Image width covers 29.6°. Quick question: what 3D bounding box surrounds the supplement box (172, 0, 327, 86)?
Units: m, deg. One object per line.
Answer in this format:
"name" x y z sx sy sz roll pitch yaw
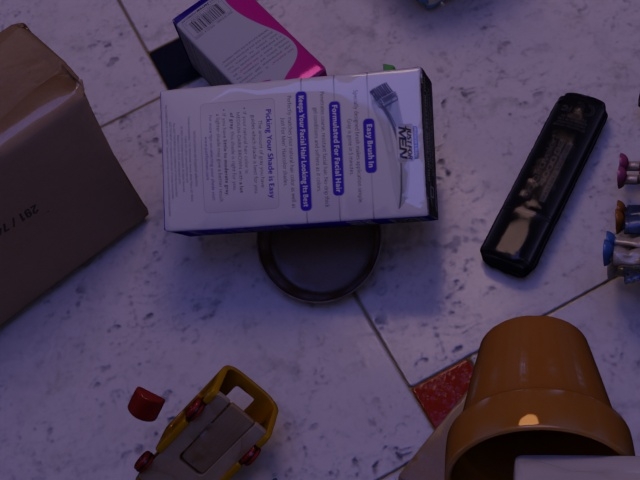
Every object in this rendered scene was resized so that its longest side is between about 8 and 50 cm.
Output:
"supplement box" -0.092 -0.245 1.706 0.111 0.114 0.220 -37 62 -10

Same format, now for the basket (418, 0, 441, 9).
"basket" 0.143 -0.493 1.695 0.201 0.289 0.255 -33 66 -3

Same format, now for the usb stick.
"usb stick" 0.296 -0.076 1.595 0.077 0.045 0.278 19 67 25

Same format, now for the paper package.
"paper package" -0.422 -0.060 1.550 0.325 0.309 0.168 -38 61 -12

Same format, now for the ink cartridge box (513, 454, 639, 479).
"ink cartridge box" 0.297 0.402 1.211 0.207 0.119 0.353 -1 96 8

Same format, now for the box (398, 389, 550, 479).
"box" 0.220 0.280 1.434 0.201 0.021 0.164 35 72 24

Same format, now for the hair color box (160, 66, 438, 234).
"hair color box" -0.026 -0.107 1.537 0.339 0.110 0.185 -3 86 14

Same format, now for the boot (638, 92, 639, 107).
"boot" 0.515 -0.138 1.578 0.198 0.077 0.137 3 69 12

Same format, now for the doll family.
"doll family" 0.448 -0.009 1.508 0.163 0.118 0.263 3 40 19

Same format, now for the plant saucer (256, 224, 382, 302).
"plant saucer" 0.000 0.000 1.589 0.168 0.029 0.168 -2 80 12

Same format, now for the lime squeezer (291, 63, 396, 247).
"lime squeezer" 0.070 -0.113 1.644 0.110 0.059 0.310 20 69 18

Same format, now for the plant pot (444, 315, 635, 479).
"plant pot" 0.244 0.195 1.366 0.205 0.205 0.188 -1 45 8

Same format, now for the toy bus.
"toy bus" -0.142 0.247 1.462 0.202 0.191 0.104 -1 20 8
